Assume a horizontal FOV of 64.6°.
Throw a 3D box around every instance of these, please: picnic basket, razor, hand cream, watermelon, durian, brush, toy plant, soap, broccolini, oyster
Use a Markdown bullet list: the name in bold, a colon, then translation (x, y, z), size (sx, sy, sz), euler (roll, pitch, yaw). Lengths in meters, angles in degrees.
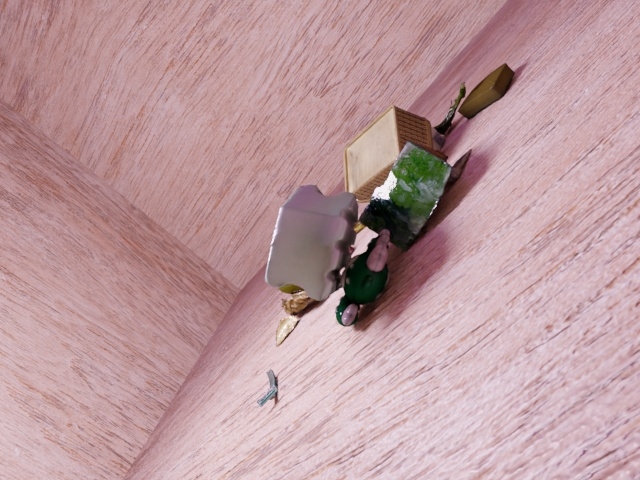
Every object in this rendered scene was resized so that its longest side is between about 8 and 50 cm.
- **picnic basket**: translation (0.232, -0.279, 1.749), size (0.312, 0.175, 0.228), euler (-34, 50, 50)
- **razor**: translation (-0.139, 0.409, 1.425), size (0.068, 0.037, 0.191), euler (-45, 6, 1)
- **hand cream**: translation (0.389, -0.212, 1.429), size (0.057, 0.037, 0.165), euler (-42, 4, 43)
- **watermelon**: translation (0.232, -0.139, 1.389), size (0.264, 0.151, 0.302), euler (-62, 0, 22)
- **durian**: translation (-0.119, 0.315, 1.773), size (0.130, 0.052, 0.066), euler (-52, 47, 5)
- **brush**: translation (0.548, -0.489, 1.675), size (0.123, 0.059, 0.197), euler (-57, 9, -20)
- **toy plant**: translation (0.108, 0.094, 1.253), size (0.243, 0.112, 0.233), euler (-64, 0, -66)
- **soap**: translation (0.000, 0.000, 1.305), size (0.446, 0.156, 0.262), euler (12, -89, -82)
- **broccolini**: translation (0.446, -0.452, 1.775), size (0.123, 0.062, 0.271), euler (-56, -10, -19)
- **oyster**: translation (-0.067, 0.214, 1.782), size (0.128, 0.079, 0.345), euler (-17, -10, -24)

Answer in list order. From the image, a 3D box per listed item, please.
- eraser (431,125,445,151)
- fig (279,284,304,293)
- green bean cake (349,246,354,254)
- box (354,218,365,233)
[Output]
- **eraser**: translation (0.313, -0.300, 1.948), size (0.098, 0.096, 0.404), euler (-53, 10, -28)
- **fig**: translation (-0.094, 0.098, 1.970), size (0.207, 0.207, 0.230), euler (-56, 10, -35)
- **green bean cake**: translation (0.051, 0.070, 1.840), size (0.136, 0.056, 0.135), euler (-53, 8, -18)
- **box**: translation (0.165, -0.071, 1.967), size (0.133, 0.023, 0.090), euler (-43, 10, 41)
